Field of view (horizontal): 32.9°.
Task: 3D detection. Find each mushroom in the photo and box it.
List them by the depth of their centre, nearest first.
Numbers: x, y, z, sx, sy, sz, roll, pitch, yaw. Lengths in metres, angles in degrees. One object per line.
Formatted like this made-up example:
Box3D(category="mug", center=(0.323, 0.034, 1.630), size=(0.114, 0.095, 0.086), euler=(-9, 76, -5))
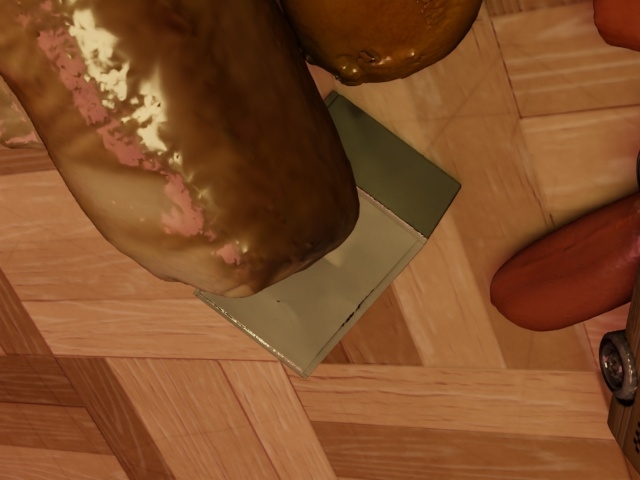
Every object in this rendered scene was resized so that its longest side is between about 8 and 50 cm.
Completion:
Box3D(category="mushroom", center=(-0.126, -0.161, 0.676), size=(0.397, 0.224, 0.314), euler=(37, 147, 26))

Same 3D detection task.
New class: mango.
Box3D(category="mango", center=(0.033, -0.205, 0.695), size=(0.156, 0.151, 0.249), euler=(56, 157, 32))

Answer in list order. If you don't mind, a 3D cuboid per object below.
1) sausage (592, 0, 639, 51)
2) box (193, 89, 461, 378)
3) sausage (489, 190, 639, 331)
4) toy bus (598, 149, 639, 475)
Box3D(category="sausage", center=(0.288, -0.144, 0.600), size=(0.259, 0.113, 0.114), euler=(14, 132, 23))
Box3D(category="box", center=(0.000, 0.000, 0.917), size=(0.129, 0.086, 0.225), euler=(37, 136, 0))
Box3D(category="sausage", center=(0.209, 0.017, 0.812), size=(0.077, 0.077, 0.194), euler=(46, 135, -11))
Box3D(category="toy bus", center=(0.278, 0.050, 0.681), size=(0.139, 0.157, 0.290), euler=(-8, 128, -11))
